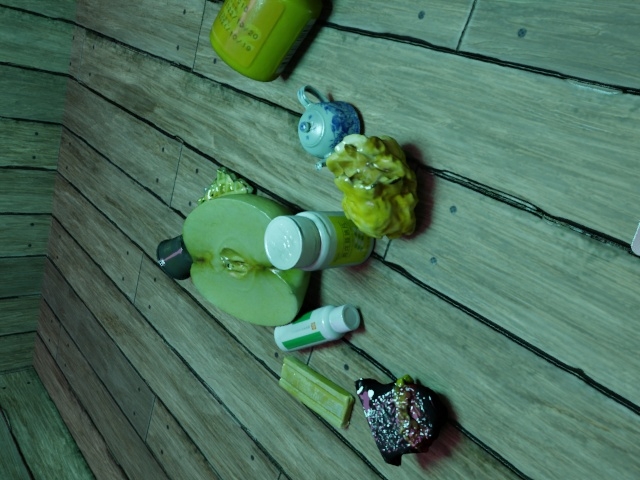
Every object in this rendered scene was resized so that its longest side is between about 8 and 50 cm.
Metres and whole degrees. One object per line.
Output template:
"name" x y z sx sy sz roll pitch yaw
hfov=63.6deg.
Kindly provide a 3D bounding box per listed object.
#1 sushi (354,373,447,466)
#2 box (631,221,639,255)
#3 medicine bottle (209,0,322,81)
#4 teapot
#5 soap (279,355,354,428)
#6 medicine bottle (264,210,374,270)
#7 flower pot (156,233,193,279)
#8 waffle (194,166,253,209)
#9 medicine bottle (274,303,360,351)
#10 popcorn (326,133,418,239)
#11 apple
"sushi" 0.194 0.386 1.149 0.151 0.153 0.172 -29 49 22
"box" 0.581 -0.002 0.831 0.126 0.031 0.090 24 108 41
"medicine bottle" -0.110 -0.624 1.333 0.384 0.225 0.224 -47 61 36
"teapot" 0.004 -0.281 1.295 0.159 0.159 0.231 -25 75 42
"soap" -0.015 0.412 1.422 0.252 0.037 0.092 22 108 41
"medicine bottle" 0.000 0.000 1.233 0.144 0.258 0.143 3 95 43
"flower pot" -0.465 0.046 1.770 0.107 0.157 0.157 -28 72 26
"waffle" -0.301 -0.060 1.652 0.297 0.073 0.317 49 120 32
"medicine bottle" -0.011 0.231 1.370 0.260 0.095 0.095 -24 76 43
"popcorn" 0.130 -0.127 1.157 0.191 0.190 0.253 35 155 51
"apple" -0.208 0.046 1.405 0.361 0.312 0.319 6 73 32
